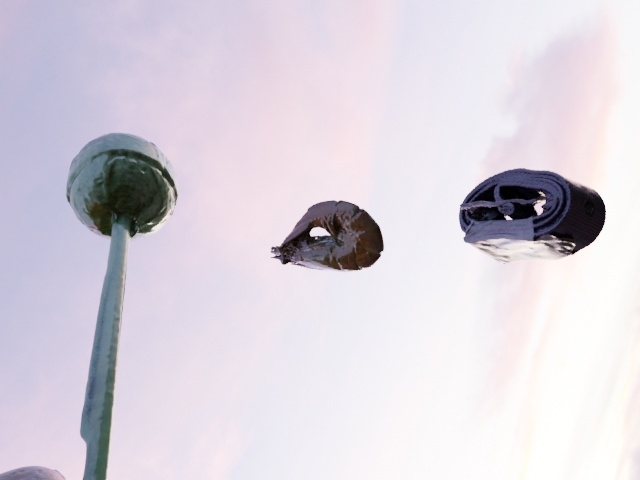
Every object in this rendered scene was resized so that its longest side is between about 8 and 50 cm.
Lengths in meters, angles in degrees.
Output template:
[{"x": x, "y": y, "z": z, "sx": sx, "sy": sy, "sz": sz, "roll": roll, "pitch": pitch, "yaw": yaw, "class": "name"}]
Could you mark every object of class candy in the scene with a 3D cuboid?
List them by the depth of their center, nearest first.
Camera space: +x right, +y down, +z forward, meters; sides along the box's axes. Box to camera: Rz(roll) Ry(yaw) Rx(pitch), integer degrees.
[{"x": -0.187, "y": 0.037, "z": 0.557, "sx": 0.119, "sy": 0.440, "sz": 0.119, "roll": -8, "pitch": -50, "yaw": -9, "class": "candy"}]

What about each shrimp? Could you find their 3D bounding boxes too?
[{"x": 0.000, "y": 0.000, "z": 1.159, "sx": 0.061, "sy": 0.267, "sz": 0.145, "roll": -38, "pitch": -69, "yaw": -45, "class": "shrimp"}]

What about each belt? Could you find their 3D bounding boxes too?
[{"x": 0.332, "y": -0.043, "z": 0.991, "sx": 0.126, "sy": 0.230, "sz": 0.139, "roll": 19, "pitch": -101, "yaw": -30, "class": "belt"}]

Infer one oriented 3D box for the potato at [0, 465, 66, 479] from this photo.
[{"x": -0.450, "y": 0.419, "z": 0.888, "sx": 0.178, "sy": 0.235, "sz": 0.160, "roll": -13, "pitch": -91, "yaw": -13, "class": "potato"}]
